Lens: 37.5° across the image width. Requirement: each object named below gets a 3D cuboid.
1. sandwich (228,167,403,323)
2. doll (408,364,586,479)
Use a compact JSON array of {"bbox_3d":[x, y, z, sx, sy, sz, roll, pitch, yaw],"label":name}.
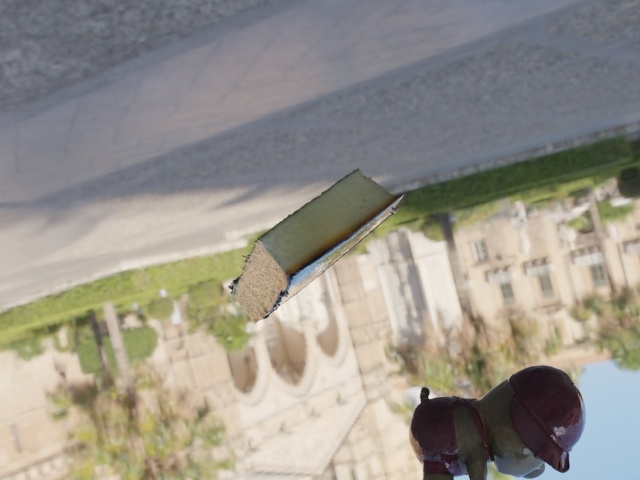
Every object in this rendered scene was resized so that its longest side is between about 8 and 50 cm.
[{"bbox_3d":[0.000,0.000,0.897,0.162,0.058,0.193,-35,174,-21],"label":"sandwich"},{"bbox_3d":[0.260,0.279,1.362,0.255,0.152,0.196,-21,-143,10],"label":"doll"}]
